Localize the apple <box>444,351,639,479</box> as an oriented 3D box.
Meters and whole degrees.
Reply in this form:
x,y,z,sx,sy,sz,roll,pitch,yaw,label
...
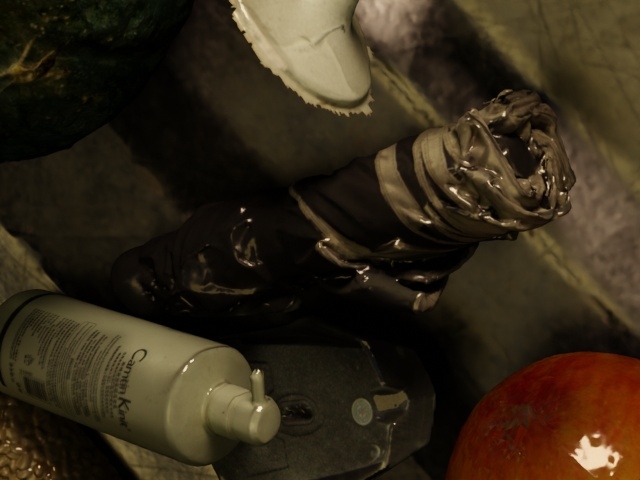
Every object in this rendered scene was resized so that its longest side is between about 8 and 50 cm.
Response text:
x,y,z,sx,sy,sz,roll,pitch,yaw,label
0.162,0.150,0.933,0.195,0.173,0.160,-15,111,31,apple

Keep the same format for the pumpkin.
x,y,z,sx,sy,sz,roll,pitch,yaw,label
-0.176,-0.183,0.939,0.197,0.263,0.293,25,105,4,pumpkin

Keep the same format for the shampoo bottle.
x,y,z,sx,sy,sz,roll,pitch,yaw,label
-0.128,0.098,1.068,0.262,0.085,0.085,13,114,42,shampoo bottle

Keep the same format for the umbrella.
x,y,z,sx,sy,sz,roll,pitch,yaw,label
0.004,0.000,1.003,0.358,0.113,0.106,-18,102,37,umbrella

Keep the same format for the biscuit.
x,y,z,sx,sy,sz,roll,pitch,yaw,label
-0.212,0.179,1.182,0.070,0.082,0.168,-37,89,34,biscuit

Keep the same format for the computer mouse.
x,y,z,sx,sy,sz,roll,pitch,yaw,label
-0.008,0.115,1.067,0.231,0.071,0.126,-13,88,42,computer mouse

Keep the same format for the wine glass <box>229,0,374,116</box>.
x,y,z,sx,sy,sz,roll,pitch,yaw,label
0.089,-0.209,0.865,0.321,0.143,0.143,-37,89,30,wine glass
